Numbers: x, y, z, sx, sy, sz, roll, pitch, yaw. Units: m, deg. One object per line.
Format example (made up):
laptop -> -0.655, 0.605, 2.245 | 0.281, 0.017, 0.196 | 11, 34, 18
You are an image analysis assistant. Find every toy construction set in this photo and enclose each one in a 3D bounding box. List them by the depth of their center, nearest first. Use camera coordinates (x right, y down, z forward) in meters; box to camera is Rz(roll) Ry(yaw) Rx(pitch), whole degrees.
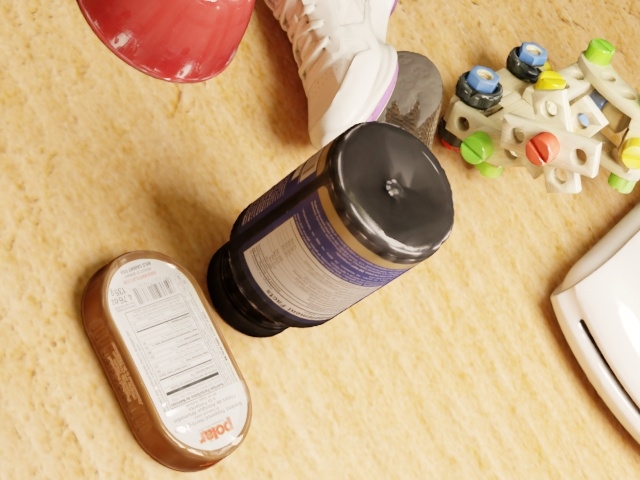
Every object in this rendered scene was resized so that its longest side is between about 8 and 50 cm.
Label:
toy construction set -> 0.255, -0.116, 1.517 | 0.215, 0.151, 0.327 | 38, 26, 21

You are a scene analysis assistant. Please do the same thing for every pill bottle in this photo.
pill bottle -> 0.000, 0.000, 1.224 | 0.123, 0.219, 0.123 | 19, 56, -30

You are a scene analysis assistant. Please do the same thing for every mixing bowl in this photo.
mixing bowl -> -0.126, -0.246, 1.349 | 0.181, 0.098, 0.181 | 18, 57, -30

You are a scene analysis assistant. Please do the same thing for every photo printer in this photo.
photo printer -> 0.387, 0.088, 1.565 | 0.307, 0.107, 0.256 | -35, 90, -45

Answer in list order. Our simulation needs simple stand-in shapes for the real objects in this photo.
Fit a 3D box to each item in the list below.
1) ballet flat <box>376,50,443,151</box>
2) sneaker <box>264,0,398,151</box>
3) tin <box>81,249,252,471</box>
ballet flat -> 0.080, -0.090, 1.461 | 0.084, 0.058, 0.250 | 2, 52, 2
sneaker -> -0.002, -0.205, 1.432 | 0.152, 0.114, 0.305 | 22, 46, -19
tin -> -0.125, 0.097, 1.200 | 0.106, 0.040, 0.190 | -20, 80, -39
